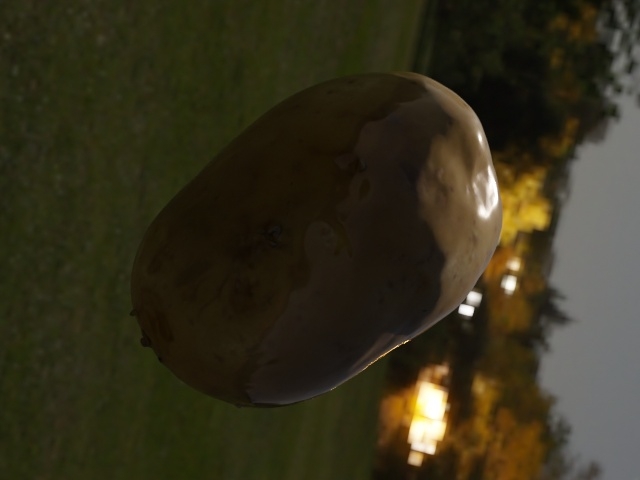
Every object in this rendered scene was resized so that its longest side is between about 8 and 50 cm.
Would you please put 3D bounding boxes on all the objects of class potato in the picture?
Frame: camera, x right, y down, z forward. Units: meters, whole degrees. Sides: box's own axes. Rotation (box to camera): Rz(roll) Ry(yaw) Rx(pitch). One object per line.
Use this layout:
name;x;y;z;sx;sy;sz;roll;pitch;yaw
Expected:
potato;0.000;0.000;0.692;0.178;0.118;0.109;-37;-179;-13
